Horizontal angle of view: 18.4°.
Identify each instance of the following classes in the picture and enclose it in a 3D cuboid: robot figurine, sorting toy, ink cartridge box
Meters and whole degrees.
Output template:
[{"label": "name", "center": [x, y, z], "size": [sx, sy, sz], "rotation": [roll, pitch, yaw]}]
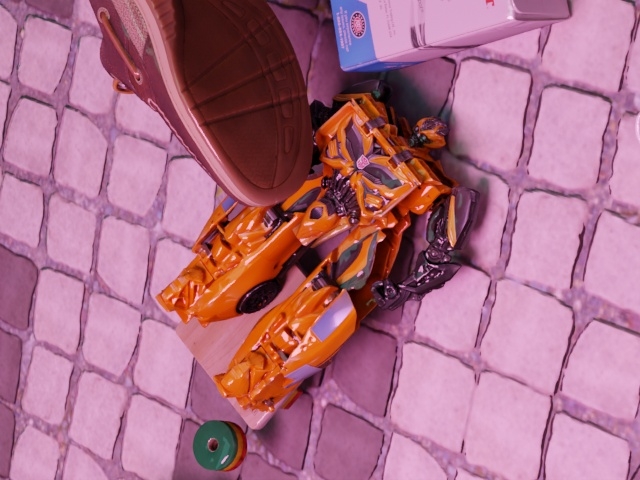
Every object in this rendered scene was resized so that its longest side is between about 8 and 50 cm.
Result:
[{"label": "robot figurine", "center": [0.000, 0.000, 1.688], "size": [0.291, 0.085, 0.211], "rotation": [-47, 62, 17]}, {"label": "sorting toy", "center": [-0.040, 0.074, 1.781], "size": [0.274, 0.046, 0.132], "rotation": [-51, 60, 16]}, {"label": "ink cartridge box", "center": [0.098, -0.226, 1.619], "size": [0.190, 0.082, 0.140], "rotation": [-12, 85, 42]}]

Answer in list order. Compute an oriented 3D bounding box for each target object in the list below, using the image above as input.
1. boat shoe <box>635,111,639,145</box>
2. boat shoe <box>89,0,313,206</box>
[{"label": "boat shoe", "center": [0.318, 0.006, 1.417], "size": [0.277, 0.096, 0.098], "rotation": [53, 125, 27]}, {"label": "boat shoe", "center": [-0.126, -0.174, 1.666], "size": [0.342, 0.123, 0.123], "rotation": [59, 146, 1]}]
